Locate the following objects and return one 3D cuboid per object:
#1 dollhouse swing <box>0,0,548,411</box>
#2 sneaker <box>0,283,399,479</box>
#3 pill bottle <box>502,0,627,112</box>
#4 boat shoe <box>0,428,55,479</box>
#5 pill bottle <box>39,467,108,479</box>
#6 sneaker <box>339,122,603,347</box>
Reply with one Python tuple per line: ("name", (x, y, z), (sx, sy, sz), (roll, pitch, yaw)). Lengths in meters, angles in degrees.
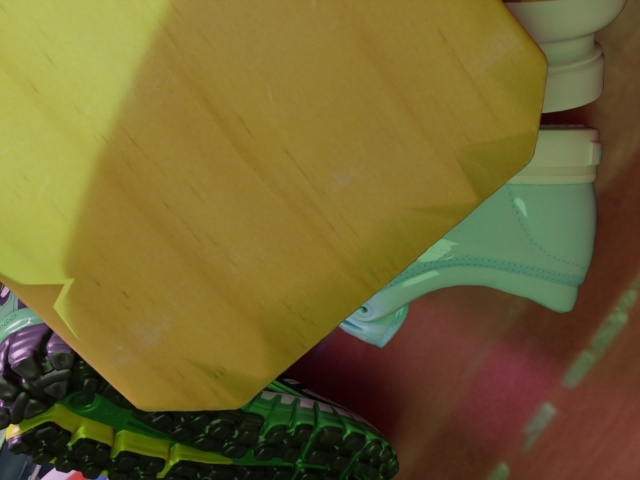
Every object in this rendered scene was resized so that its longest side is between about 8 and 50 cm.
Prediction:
("dollhouse swing", (-0.098, -0.135, 0.687), (0.347, 0.315, 0.305), (-42, 125, 7))
("sneaker", (-0.074, 0.104, 0.827), (0.134, 0.146, 0.343), (-40, 129, 19))
("pill bottle", (0.122, -0.190, 0.691), (0.121, 0.121, 0.216), (-1, 114, 10))
("boat shoe", (-0.206, 0.160, 0.927), (0.079, 0.095, 0.254), (25, 107, 10))
("pill bottle", (-0.116, 0.257, 0.828), (0.221, 0.124, 0.124), (41, 116, 15))
("sneaker", (0.000, 0.000, 0.776), (0.366, 0.135, 0.150), (-1, 94, 11))
